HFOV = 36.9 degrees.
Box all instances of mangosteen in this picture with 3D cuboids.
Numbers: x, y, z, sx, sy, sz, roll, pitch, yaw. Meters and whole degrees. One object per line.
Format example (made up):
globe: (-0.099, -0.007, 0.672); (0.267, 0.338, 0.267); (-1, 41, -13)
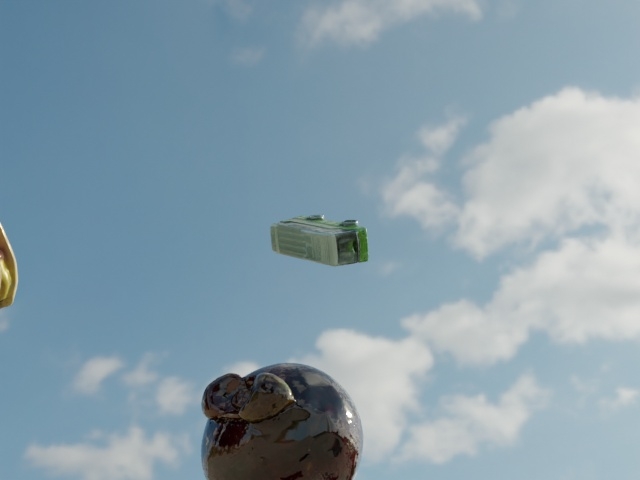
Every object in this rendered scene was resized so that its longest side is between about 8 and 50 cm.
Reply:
mangosteen: (-0.038, 0.173, 0.855); (0.152, 0.152, 0.152); (2, -34, 1)

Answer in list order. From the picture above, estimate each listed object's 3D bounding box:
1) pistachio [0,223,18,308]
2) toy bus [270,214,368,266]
pistachio: (-0.494, 0.014, 1.308); (0.145, 0.117, 0.200); (-17, -67, 17)
toy bus: (0.000, 0.000, 0.713); (0.037, 0.031, 0.083); (-11, 13, -34)
